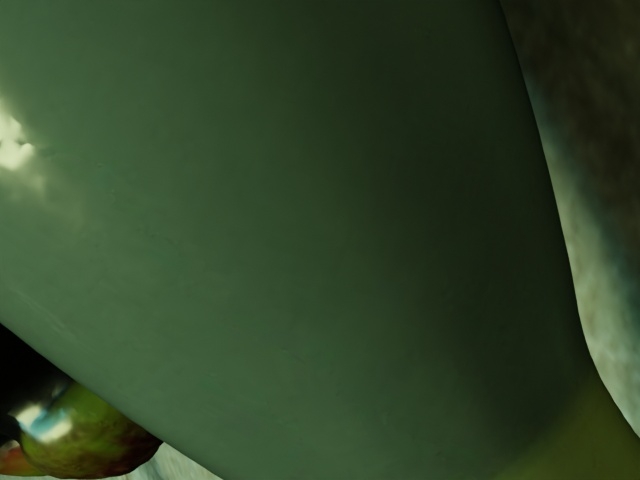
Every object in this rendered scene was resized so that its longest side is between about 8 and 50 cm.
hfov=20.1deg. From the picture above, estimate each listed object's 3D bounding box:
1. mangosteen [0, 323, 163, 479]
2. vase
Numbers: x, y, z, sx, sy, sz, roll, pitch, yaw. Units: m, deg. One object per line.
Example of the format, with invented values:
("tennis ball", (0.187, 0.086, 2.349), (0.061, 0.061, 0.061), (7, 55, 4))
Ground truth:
("mangosteen", (-0.136, -0.011, 0.680), (0.302, 0.275, 0.275), (34, 158, -9))
("vase", (0.000, 0.000, 0.431), (0.321, 0.173, 0.173), (54, 158, -11))
